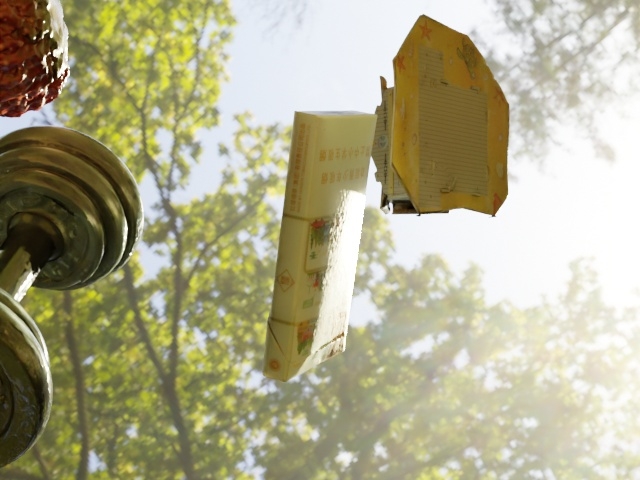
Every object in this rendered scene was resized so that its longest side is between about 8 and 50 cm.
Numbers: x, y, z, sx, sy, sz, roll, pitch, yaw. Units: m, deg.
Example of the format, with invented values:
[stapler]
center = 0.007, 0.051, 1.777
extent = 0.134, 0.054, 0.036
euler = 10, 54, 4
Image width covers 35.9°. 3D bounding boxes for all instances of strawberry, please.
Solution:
[strawberry]
center = -0.249, -0.167, 0.782
extent = 0.145, 0.086, 0.145
euler = 170, 90, -87

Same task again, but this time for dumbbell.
[dumbbell]
center = -0.273, 0.035, 0.852
extent = 0.179, 0.179, 0.406
euler = 42, -155, -17

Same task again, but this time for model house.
[model house]
center = 0.105, -0.131, 1.137
extent = 0.207, 0.135, 0.220
euler = 0, -93, -42

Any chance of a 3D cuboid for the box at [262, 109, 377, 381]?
[box]
center = 0.001, 0.000, 0.844
extent = 0.122, 0.032, 0.221
euler = -16, -65, -64
